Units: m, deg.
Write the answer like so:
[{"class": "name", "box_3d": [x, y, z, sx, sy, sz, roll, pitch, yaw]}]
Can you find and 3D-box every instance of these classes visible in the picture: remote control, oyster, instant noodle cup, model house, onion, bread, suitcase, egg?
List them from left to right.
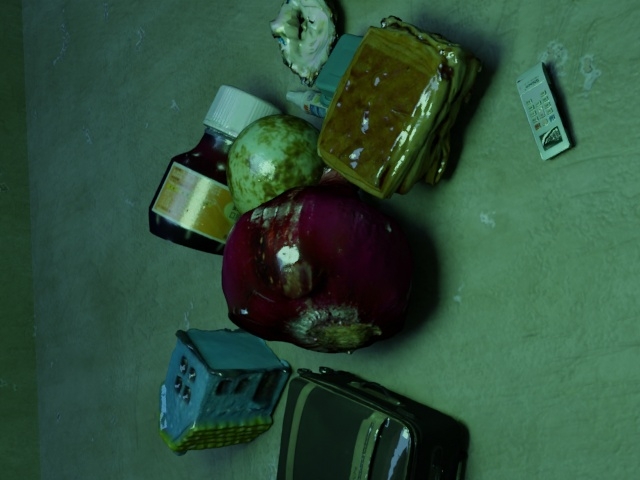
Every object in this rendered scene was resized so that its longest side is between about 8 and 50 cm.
[{"class": "model house", "box_3d": [-0.246, 0.370, 2.170, 0.215, 0.237, 0.303, 44, 120, 43]}, {"class": "egg", "box_3d": [-0.090, -0.141, 2.030, 0.238, 0.238, 0.289, 56, 150, 38]}, {"class": "oyster", "box_3d": [-0.034, -0.483, 2.110, 0.260, 0.092, 0.198, 53, 126, 29]}, {"class": "onion", "box_3d": [0.000, 0.000, 1.825, 0.398, 0.398, 0.420, -25, 51, 48]}, {"class": "instant noodle cup", "box_3d": [0.069, -0.361, 1.937, 0.157, 0.070, 0.179, 27, 85, 48]}, {"class": "suitcase", "box_3d": [0.079, 0.416, 1.799, 0.434, 0.194, 0.283, 15, 98, 49]}, {"class": "bread", "box_3d": [0.159, -0.251, 1.779, 0.277, 0.167, 0.324, 40, 108, 46]}, {"class": "remote control", "box_3d": [0.392, -0.226, 1.594, 0.065, 0.029, 0.166, -31, 68, 44]}]

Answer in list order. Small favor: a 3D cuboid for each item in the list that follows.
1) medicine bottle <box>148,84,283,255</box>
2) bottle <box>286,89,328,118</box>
[{"class": "medicine bottle", "box_3d": [-0.246, -0.171, 2.192, 0.242, 0.242, 0.395, 28, 98, 49]}, {"class": "bottle", "box_3d": [-0.007, -0.312, 2.077, 0.217, 0.060, 0.060, 28, 109, 49]}]
